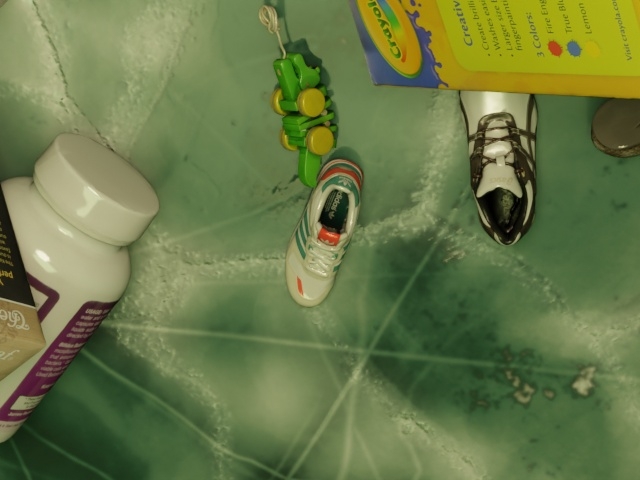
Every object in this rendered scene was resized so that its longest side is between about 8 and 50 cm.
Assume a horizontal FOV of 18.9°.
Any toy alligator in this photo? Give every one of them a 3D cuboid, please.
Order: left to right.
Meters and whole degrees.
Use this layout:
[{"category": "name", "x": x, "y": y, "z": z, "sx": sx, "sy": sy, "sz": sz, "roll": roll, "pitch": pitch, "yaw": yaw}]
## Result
[{"category": "toy alligator", "x": -0.015, "y": -0.147, "z": 1.897, "sx": 0.051, "sy": 0.056, "sz": 0.190, "roll": -24, "pitch": 110, "yaw": -33}]

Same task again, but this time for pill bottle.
[{"category": "pill bottle", "x": -0.295, "y": 0.044, "z": 1.918, "sx": 0.169, "sy": 0.169, "sz": 0.301, "roll": 37, "pitch": 107, "yaw": -9}]

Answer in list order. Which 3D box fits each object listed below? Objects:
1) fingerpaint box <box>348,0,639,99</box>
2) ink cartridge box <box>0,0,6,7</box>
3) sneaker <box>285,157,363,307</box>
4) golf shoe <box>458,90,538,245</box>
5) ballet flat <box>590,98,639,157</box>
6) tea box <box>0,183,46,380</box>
[{"category": "fingerpaint box", "x": 0.153, "y": -0.356, "z": 1.627, "sx": 0.371, "sy": 0.163, "sz": 0.445, "roll": 7, "pitch": 125, "yaw": 48}, {"category": "ink cartridge box", "x": -0.427, "y": -0.287, "z": 1.790, "sx": 0.283, "sy": 0.207, "sz": 0.117, "roll": 7, "pitch": 110, "yaw": 1}, {"category": "sneaker", "x": 0.000, "y": 0.000, "z": 1.930, "sx": 0.057, "sy": 0.075, "sz": 0.161, "roll": 19, "pitch": 109, "yaw": -3}, {"category": "golf shoe", "x": 0.179, "y": -0.089, "z": 1.880, "sx": 0.077, "sy": 0.094, "sz": 0.198, "roll": -10, "pitch": 107, "yaw": 8}, {"category": "ballet flat", "x": 0.382, "y": -0.141, "z": 1.872, "sx": 0.250, "sy": 0.058, "sz": 0.084, "roll": -23, "pitch": 70, "yaw": 6}, {"category": "tea box", "x": -0.469, "y": -0.010, "z": 1.746, "sx": 0.220, "sy": 0.323, "sz": 0.329, "roll": -37, "pitch": 147, "yaw": 26}]
